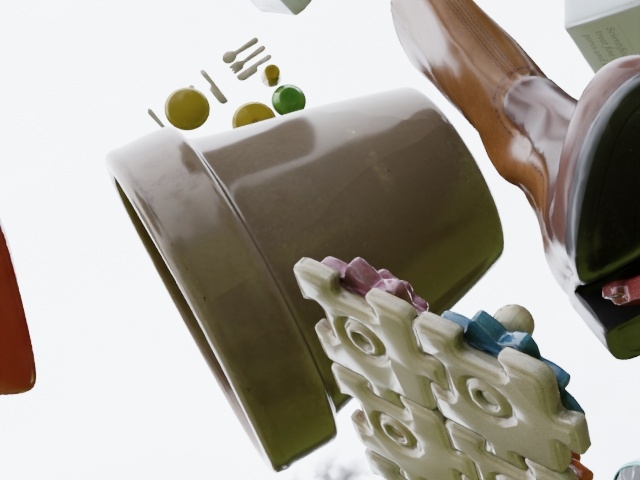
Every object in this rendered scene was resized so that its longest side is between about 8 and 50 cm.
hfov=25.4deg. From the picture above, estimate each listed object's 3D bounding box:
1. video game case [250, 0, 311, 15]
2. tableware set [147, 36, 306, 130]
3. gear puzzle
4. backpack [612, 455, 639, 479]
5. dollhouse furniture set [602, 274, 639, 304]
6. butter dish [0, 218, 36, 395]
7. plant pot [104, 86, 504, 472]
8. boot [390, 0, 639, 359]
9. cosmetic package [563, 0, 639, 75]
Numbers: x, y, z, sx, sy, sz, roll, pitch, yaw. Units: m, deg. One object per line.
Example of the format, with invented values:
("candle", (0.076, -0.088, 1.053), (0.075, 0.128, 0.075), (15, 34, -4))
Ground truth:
("video game case", (-0.092, -0.242, 1.017), (0.023, 0.183, 0.201), (-45, -76, 0))
("tableware set", (-0.096, -0.136, 1.496), (0.154, 0.104, 0.024), (-37, -8, -14))
("gear puzzle", (0.099, 0.139, 0.797), (0.044, 0.175, 0.339), (-46, -41, -26))
("backpack", (0.351, 0.262, 1.260), (0.144, 0.188, 0.166), (-29, 8, -24))
("dollhouse furniture set", (0.267, 0.074, 0.572), (0.152, 0.201, 0.374), (-6, -11, -12))
("butter dish", (-0.278, 0.024, 1.016), (0.159, 0.118, 0.160), (-2, -61, 9))
("plant pot", (0.000, 0.000, 1.036), (0.229, 0.263, 0.263), (-30, -34, -8))
("boot", (0.123, -0.097, 0.826), (0.096, 0.280, 0.264), (-32, -29, 2))
("cosmetic package", (0.283, -0.205, 1.086), (0.151, 0.184, 0.151), (-15, -40, 29))
